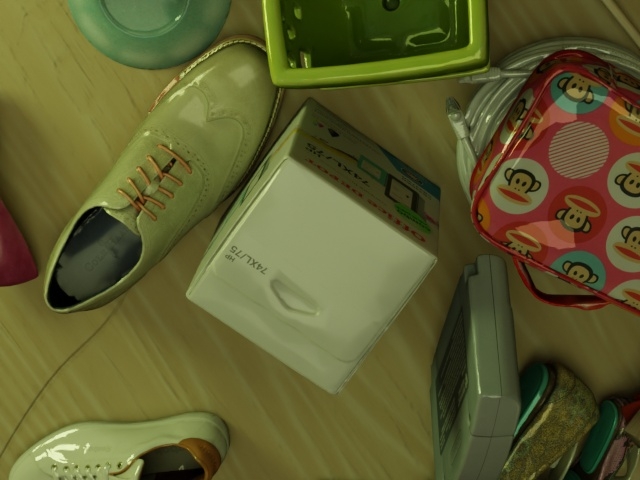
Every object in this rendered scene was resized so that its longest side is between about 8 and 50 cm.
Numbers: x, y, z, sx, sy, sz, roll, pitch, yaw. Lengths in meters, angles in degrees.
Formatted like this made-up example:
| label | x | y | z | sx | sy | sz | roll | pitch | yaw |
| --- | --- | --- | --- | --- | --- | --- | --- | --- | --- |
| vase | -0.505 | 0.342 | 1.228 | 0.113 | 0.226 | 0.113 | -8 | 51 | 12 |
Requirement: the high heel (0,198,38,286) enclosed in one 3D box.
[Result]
| label | x | y | z | sx | sy | sz | roll | pitch | yaw |
| --- | --- | --- | --- | --- | --- | --- | --- | --- | --- |
| high heel | -0.385 | -0.065 | 1.942 | 0.117 | 0.082 | 0.244 | 1 | 95 | -28 |

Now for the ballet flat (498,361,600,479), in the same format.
| label | x | y | z | sx | sy | sz | roll | pitch | yaw |
| --- | --- | --- | --- | --- | --- | --- | --- | --- | --- |
| ballet flat | 0.209 | 0.303 | 1.971 | 0.123 | 0.123 | 0.348 | 37 | 100 | -7 |

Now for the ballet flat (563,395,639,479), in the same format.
| label | x | y | z | sx | sy | sz | roll | pitch | yaw |
| --- | --- | --- | --- | --- | --- | --- | --- | --- | --- |
| ballet flat | 0.338 | 0.290 | 1.991 | 0.079 | 0.077 | 0.221 | 19 | 109 | -22 |

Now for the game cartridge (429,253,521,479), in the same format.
| label | x | y | z | sx | sy | sz | roll | pitch | yaw |
| --- | --- | --- | --- | --- | --- | --- | --- | --- | --- |
| game cartridge | 0.170 | 0.171 | 1.820 | 0.062 | 0.198 | 0.297 | -2 | 151 | -7 |

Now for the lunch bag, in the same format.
| label | x | y | z | sx | sy | sz | roll | pitch | yaw |
| --- | --- | --- | --- | --- | --- | --- | --- | --- | --- |
| lunch bag | 0.313 | -0.038 | 1.761 | 0.293 | 0.120 | 0.258 | 28 | 109 | -6 |

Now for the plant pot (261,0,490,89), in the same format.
| label | x | y | z | sx | sy | sz | roll | pitch | yaw |
| --- | --- | --- | --- | --- | --- | --- | --- | --- | --- |
| plant pot | 0.069 | -0.270 | 1.724 | 0.228 | 0.207 | 0.227 | -5 | 87 | 12 |

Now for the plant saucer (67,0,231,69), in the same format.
| label | x | y | z | sx | sy | sz | roll | pitch | yaw |
| --- | --- | --- | --- | --- | --- | --- | --- | --- | --- |
| plant saucer | -0.199 | -0.286 | 1.860 | 0.195 | 0.037 | 0.195 | 1 | 109 | 4 |

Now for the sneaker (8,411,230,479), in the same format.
| label | x | y | z | sx | sy | sz | roll | pitch | yaw |
| --- | --- | --- | --- | --- | --- | --- | --- | --- | --- |
| sneaker | -0.260 | 0.284 | 2.008 | 0.290 | 0.123 | 0.106 | -16 | 108 | 11 |

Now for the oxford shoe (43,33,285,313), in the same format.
| label | x | y | z | sx | sy | sz | roll | pitch | yaw |
| --- | --- | --- | --- | --- | --- | --- | --- | --- | --- |
| oxford shoe | -0.177 | -0.061 | 1.872 | 0.140 | 0.146 | 0.397 | 36 | 106 | -4 |

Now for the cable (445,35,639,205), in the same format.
| label | x | y | z | sx | sy | sz | roll | pitch | yaw |
| --- | --- | --- | --- | --- | --- | --- | --- | --- | --- |
| cable | 0.283 | -0.103 | 1.853 | 0.257 | 0.089 | 0.257 | -11 | 108 | 7 |

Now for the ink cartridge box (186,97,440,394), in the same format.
| label | x | y | z | sx | sy | sz | roll | pitch | yaw |
| --- | --- | --- | --- | --- | --- | --- | --- | --- | --- |
| ink cartridge box | 0.000 | 0.000 | 1.813 | 0.198 | 0.270 | 0.197 | 34 | 107 | -7 |

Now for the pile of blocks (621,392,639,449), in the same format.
| label | x | y | z | sx | sy | sz | roll | pitch | yaw |
| --- | --- | --- | --- | --- | --- | --- | --- | --- | --- |
| pile of blocks | 0.454 | 0.102 | 1.911 | 0.112 | 0.149 | 0.362 | 32 | 102 | 39 |

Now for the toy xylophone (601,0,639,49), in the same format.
| label | x | y | z | sx | sy | sz | roll | pitch | yaw |
| --- | --- | --- | --- | --- | --- | --- | --- | --- | --- |
| toy xylophone | 0.398 | -0.316 | 1.758 | 0.323 | 0.081 | 0.236 | 41 | 108 | -19 |
